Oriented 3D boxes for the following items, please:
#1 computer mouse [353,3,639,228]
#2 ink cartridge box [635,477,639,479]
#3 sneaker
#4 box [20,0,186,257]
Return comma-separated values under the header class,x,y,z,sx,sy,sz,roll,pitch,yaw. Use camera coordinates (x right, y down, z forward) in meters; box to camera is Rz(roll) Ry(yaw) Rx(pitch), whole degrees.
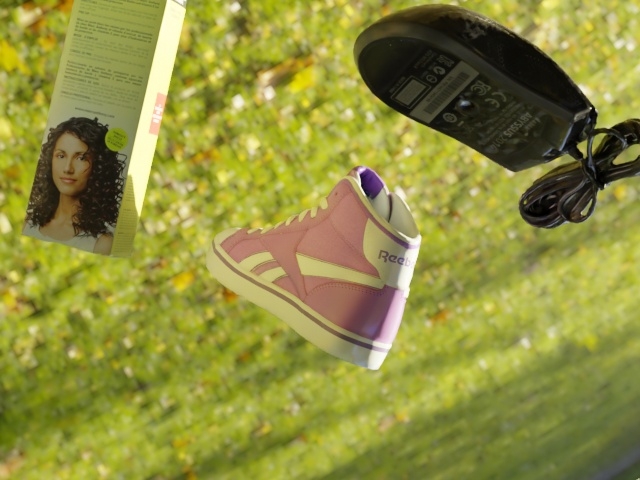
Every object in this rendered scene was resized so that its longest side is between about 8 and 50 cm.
class,x,y,z,sx,sy,sz,roll,pitch,yaw
computer mouse,0.153,-0.124,1.217,0.188,0.272,0.072,-36,-152,55
ink cartridge box,0.337,0.229,1.210,0.104,0.060,0.180,10,153,-18
sneaker,0.001,0.000,1.314,0.102,0.282,0.161,16,97,-38
box,-0.180,-0.107,1.188,0.058,0.087,0.232,8,94,-78
